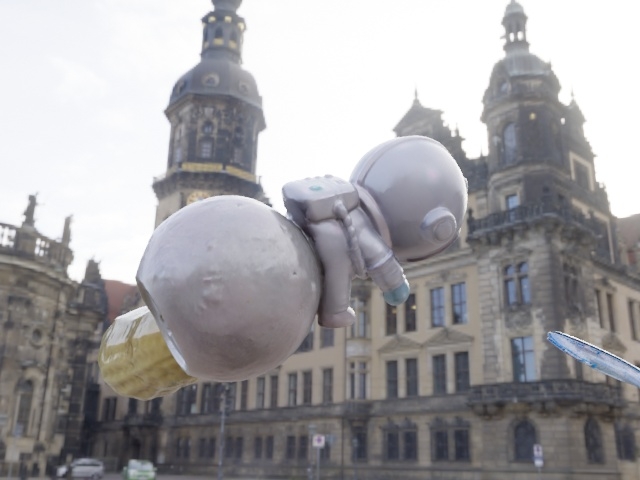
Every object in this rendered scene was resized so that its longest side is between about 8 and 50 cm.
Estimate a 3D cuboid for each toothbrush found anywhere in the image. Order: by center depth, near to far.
[{"bbox_3d":[0.515,0.226,1.051,0.042,0.035,0.413,12,10,-38],"label":"toothbrush"}]

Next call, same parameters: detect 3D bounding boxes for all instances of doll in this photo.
[{"bbox_3d":[0.000,0.000,0.554,0.287,0.151,0.151,-27,-11,-18],"label":"doll"}]

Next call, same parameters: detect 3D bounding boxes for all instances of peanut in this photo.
[{"bbox_3d":[-0.205,0.139,0.958,0.147,0.146,0.306,15,-28,-36],"label":"peanut"}]
